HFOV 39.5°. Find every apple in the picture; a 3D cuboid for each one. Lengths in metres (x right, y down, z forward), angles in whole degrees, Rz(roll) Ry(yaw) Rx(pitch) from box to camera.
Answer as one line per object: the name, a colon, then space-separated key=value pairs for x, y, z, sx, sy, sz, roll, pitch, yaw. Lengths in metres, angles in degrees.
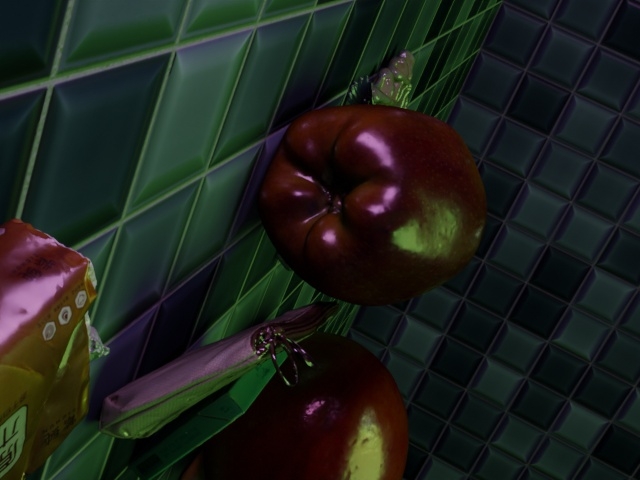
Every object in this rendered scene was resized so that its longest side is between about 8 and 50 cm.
apple: x=0.070 y=-0.049 z=1.189 sx=0.317 sy=0.288 sz=0.288 roll=4 pitch=114 yaw=-62

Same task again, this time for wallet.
wallet: x=-0.110 y=0.148 z=1.038 sx=0.275 sy=0.068 sz=0.335 roll=-24 pitch=178 yaw=13

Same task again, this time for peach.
peach: x=-0.032 y=0.359 z=1.568 sx=0.388 sy=0.388 sz=0.388 roll=-60 pitch=171 yaw=-16

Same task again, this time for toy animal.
toy animal: x=0.062 y=-0.148 z=1.407 sx=0.108 sy=0.062 sz=0.220 roll=-27 pitch=121 yaw=-28

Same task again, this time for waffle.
waffle: x=0.081 y=-0.175 z=1.586 sx=0.291 sy=0.056 sz=0.309 roll=-56 pitch=170 yaw=-39

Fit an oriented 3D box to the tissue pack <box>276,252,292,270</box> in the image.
tissue pack: x=0.000 y=0.000 z=1.520 sx=0.112 sy=0.051 sz=0.156 roll=-40 pitch=171 yaw=17

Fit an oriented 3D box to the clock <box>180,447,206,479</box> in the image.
clock: x=-0.221 y=0.496 z=1.718 sx=0.143 sy=0.096 sz=0.202 roll=-45 pitch=159 yaw=-56

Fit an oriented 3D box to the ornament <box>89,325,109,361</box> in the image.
ornament: x=-0.220 y=0.094 z=0.731 sx=0.092 sy=0.041 sz=0.068 roll=-43 pitch=155 yaw=-37

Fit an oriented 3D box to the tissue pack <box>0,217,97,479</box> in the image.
tissue pack: x=-0.236 y=0.116 z=0.544 sx=0.226 sy=0.092 sz=0.183 roll=-50 pitch=165 yaw=-46

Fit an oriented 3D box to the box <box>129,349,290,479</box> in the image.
box: x=-0.152 y=0.231 z=1.238 sx=0.229 sy=0.041 sz=0.162 roll=-39 pitch=-175 yaw=33
